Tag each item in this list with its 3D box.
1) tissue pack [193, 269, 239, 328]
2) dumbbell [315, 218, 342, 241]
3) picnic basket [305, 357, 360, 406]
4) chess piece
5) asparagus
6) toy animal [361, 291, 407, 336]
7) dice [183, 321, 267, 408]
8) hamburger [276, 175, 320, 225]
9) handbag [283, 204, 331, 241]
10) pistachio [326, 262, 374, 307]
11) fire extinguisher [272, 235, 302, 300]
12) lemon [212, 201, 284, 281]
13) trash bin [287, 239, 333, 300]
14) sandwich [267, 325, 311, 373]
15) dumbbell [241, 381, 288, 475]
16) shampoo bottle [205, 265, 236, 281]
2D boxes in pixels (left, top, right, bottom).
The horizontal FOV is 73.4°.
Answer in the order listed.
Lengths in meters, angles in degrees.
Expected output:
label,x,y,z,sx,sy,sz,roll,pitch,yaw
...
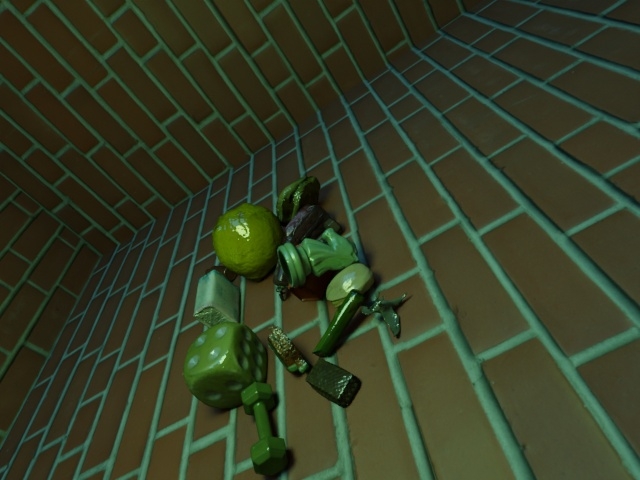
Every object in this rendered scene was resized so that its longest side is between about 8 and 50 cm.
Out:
label,x,y,z,sx,sy,sz,roll,pitch,yaw
tissue pack,-0.472,0.285,1.985,0.124,0.201,0.271,-38,31,15
dumbbell,0.000,0.000,1.973,0.231,0.092,0.082,-45,61,-8
picnic basket,0.036,0.454,1.392,0.193,0.055,0.110,11,57,49
chess piece,-0.004,0.055,1.656,0.297,0.176,0.176,-18,28,-15
asparagus,0.065,0.295,1.507,0.278,0.067,0.060,-60,-9,-4
toy animal,0.223,0.218,1.458,0.155,0.095,0.219,-46,33,6
dice,-0.353,0.465,1.615,0.233,0.227,0.238,-28,32,14
hamburger,-0.118,-0.197,2.185,0.134,0.266,0.285,17,33,21
handbag,-0.060,-0.065,2.059,0.225,0.146,0.135,-49,28,-13
pistachio,0.108,0.167,1.614,0.200,0.117,0.145,-34,12,2
fire extinguisher,-0.146,0.124,1.882,0.104,0.104,0.269,-6,65,41
lemon,-0.345,0.010,2.076,0.349,0.388,0.350,-8,10,1
trash bin,-0.024,0.126,1.784,0.184,0.161,0.239,-10,49,38
sandwich,-0.124,0.400,1.541,0.079,0.159,0.235,-41,51,-13
dumbbell,-0.184,0.596,1.385,0.121,0.108,0.302,-37,32,2
shampoo bottle,-0.547,0.174,2.315,0.244,0.085,0.085,1,49,48
